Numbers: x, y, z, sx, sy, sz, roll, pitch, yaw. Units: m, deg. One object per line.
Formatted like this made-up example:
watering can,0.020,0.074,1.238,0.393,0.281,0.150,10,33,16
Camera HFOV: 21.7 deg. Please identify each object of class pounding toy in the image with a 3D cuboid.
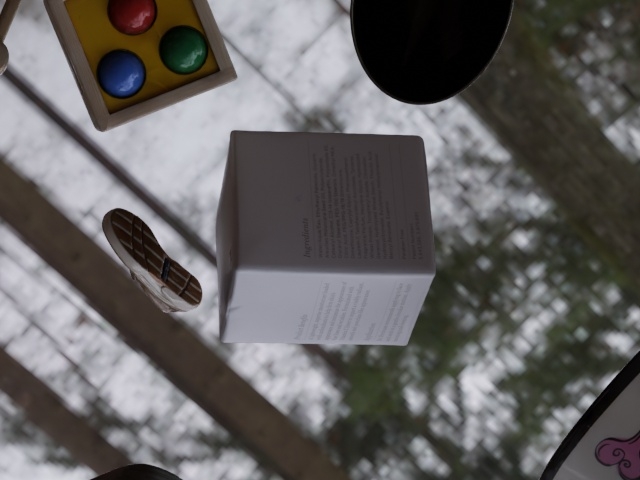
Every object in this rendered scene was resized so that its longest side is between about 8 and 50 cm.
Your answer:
pounding toy,-0.202,-0.185,1.438,0.206,0.181,0.094,-23,-172,-9

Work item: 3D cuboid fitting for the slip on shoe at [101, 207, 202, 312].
slip on shoe,-0.170,0.023,1.614,0.041,0.135,0.051,-20,-138,33

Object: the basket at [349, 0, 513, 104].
basket,0.104,-0.248,1.703,0.227,0.154,0.204,-97,-160,-81

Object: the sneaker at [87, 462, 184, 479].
sneaker,-0.201,0.268,1.347,0.227,0.087,0.130,-23,-141,39

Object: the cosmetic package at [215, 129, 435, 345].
cosmetic package,0.000,0.000,1.557,0.151,0.184,0.151,107,-17,-59

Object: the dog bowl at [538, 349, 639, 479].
dog bowl,0.391,0.157,1.525,0.408,0.150,0.408,-37,157,-18
